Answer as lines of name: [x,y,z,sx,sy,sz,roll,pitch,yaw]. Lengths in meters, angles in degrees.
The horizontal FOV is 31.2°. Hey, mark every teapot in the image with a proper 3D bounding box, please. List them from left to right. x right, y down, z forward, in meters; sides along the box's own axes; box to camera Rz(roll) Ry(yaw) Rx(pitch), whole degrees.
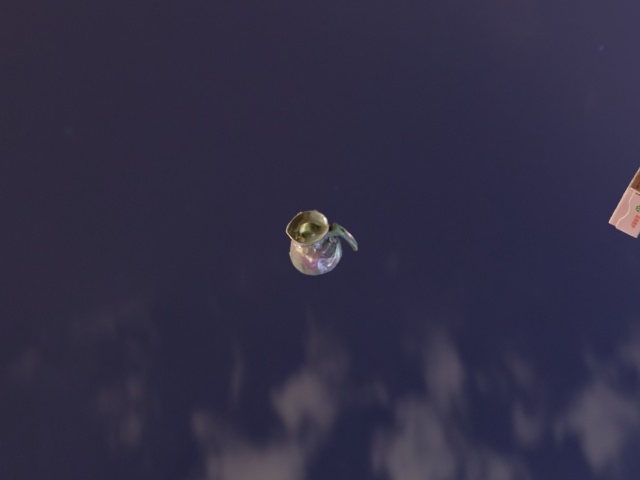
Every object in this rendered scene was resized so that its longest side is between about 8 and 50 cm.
teapot: [0.000,0.000,1.364,0.083,0.064,0.064,-6,-126,9]

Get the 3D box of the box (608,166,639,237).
box: [0.436,-0.077,1.515,0.043,0.089,0.125,30,-118,13]
